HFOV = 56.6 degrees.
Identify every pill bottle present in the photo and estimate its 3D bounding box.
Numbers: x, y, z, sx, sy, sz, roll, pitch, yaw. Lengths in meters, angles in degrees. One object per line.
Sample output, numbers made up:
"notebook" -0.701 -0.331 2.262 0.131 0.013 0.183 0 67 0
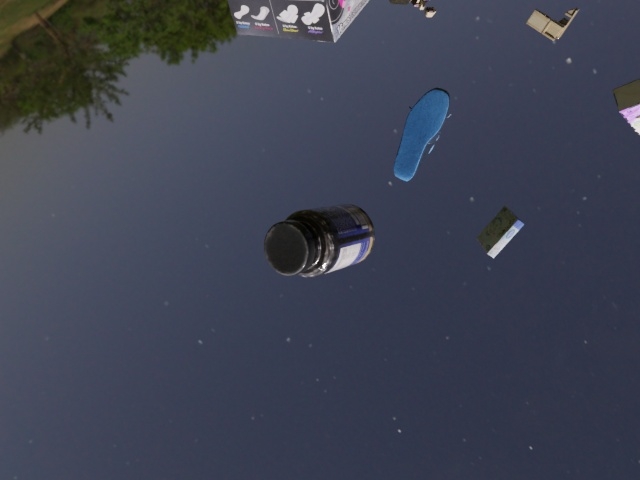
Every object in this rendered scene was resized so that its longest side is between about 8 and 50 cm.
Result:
"pill bottle" 0.000 0.000 1.089 0.123 0.122 0.219 -20 176 34

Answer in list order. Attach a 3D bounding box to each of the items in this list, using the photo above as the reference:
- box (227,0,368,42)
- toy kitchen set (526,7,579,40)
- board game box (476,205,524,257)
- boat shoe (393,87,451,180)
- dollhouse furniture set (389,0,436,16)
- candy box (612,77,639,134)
"box" -0.005 -0.397 0.801 0.163 0.142 0.247 14 -127 26
"toy kitchen set" 0.514 -0.495 1.309 0.083 0.075 0.068 -39 163 -48
"board game box" 0.362 -0.019 1.202 0.090 0.020 0.090 -51 -167 17
"boat shoe" 0.257 -0.282 1.544 0.089 0.109 0.258 -40 162 -55
"dollhouse furniture set" 0.241 -0.636 1.530 0.081 0.114 0.091 113 -38 -49
"candy box" 0.876 -0.362 1.538 0.165 0.196 0.070 -21 -113 37
